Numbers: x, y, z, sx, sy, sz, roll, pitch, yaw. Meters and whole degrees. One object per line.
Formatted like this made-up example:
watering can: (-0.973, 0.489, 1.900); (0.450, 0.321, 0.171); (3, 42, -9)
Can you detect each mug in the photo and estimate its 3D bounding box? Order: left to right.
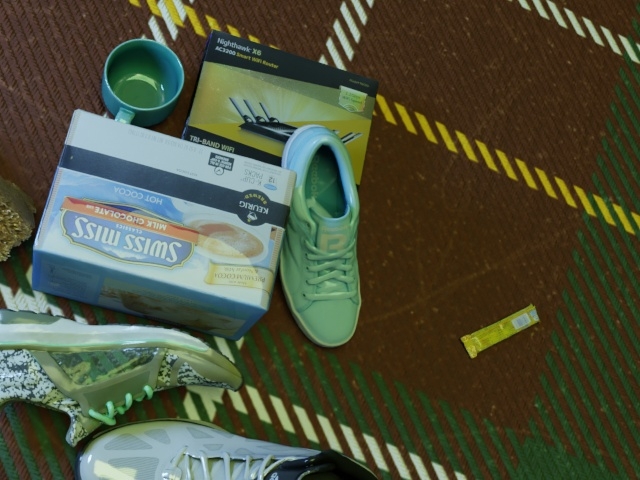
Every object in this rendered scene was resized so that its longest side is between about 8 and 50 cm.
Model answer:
mug: (-0.306, -0.247, 1.735); (0.157, 0.097, 0.129); (-34, 84, -23)

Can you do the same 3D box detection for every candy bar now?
candy bar: (0.317, 0.155, 1.831); (0.161, 0.018, 0.040); (-23, 83, -23)

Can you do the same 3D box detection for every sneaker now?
sneaker: (-0.321, 0.218, 1.554); (0.410, 0.158, 0.182); (7, 74, -6)
sneaker: (-0.119, 0.329, 1.508); (0.447, 0.257, 0.169); (10, 69, -13)
sneaker: (0.000, 0.000, 1.668); (0.135, 0.150, 0.366); (-10, 97, -8)

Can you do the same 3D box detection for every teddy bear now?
teddy bear: (-0.573, -0.107, 1.548); (0.113, 0.338, 0.245); (-35, 47, 9)

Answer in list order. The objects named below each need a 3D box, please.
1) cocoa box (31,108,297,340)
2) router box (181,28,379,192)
cocoa box: (-0.242, -0.011, 1.600); (0.347, 0.231, 0.228); (16, 69, -11)
router box: (-0.071, -0.198, 1.798); (0.308, 0.081, 0.243); (15, 69, -12)
